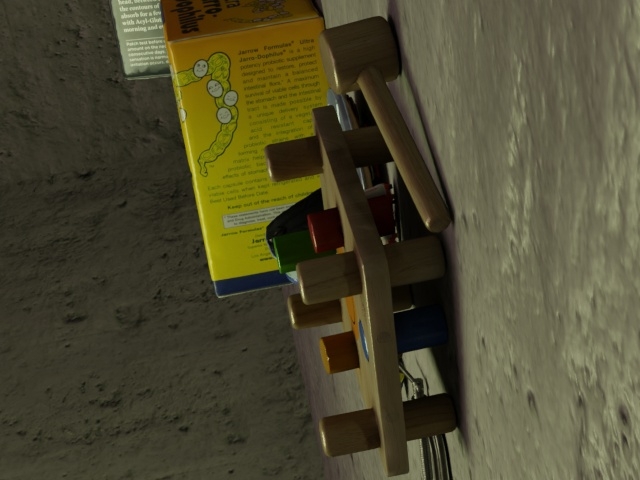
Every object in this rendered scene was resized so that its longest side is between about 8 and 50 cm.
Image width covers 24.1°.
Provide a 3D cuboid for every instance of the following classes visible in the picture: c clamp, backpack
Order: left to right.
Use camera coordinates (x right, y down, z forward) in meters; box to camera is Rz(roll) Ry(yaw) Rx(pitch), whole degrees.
[{"bbox_3d":[0.000,0.000,1.775,0.084,0.114,0.105,58,-173,-35],"label":"backpack"},{"bbox_3d":[0.112,0.216,1.516,0.137,0.022,0.161,-134,35,-73],"label":"c clamp"}]

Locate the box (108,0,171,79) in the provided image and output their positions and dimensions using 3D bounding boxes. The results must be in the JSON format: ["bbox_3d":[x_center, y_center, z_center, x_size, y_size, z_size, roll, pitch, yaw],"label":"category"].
[{"bbox_3d":[-0.224,-0.498,2.412,0.293,0.211,0.396,-76,-20,-63],"label":"box"}]

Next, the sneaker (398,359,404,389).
[{"bbox_3d":[0.061,0.129,1.725,0.059,0.053,0.144,81,177,-47],"label":"sneaker"}]

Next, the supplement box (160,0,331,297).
[{"bbox_3d":[-0.082,-0.138,1.957,0.194,0.195,0.357,-110,11,-64],"label":"supplement box"}]

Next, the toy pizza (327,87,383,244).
[{"bbox_3d":[0.043,-0.071,1.597,0.201,0.032,0.201,168,90,-86],"label":"toy pizza"}]

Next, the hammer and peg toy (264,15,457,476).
[{"bbox_3d":[0.029,0.005,1.328,0.266,0.127,0.361,-106,7,-52],"label":"hammer and peg toy"}]

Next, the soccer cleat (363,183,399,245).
[{"bbox_3d":[0.058,-0.022,1.488,0.083,0.035,0.029,84,173,-45],"label":"soccer cleat"}]
